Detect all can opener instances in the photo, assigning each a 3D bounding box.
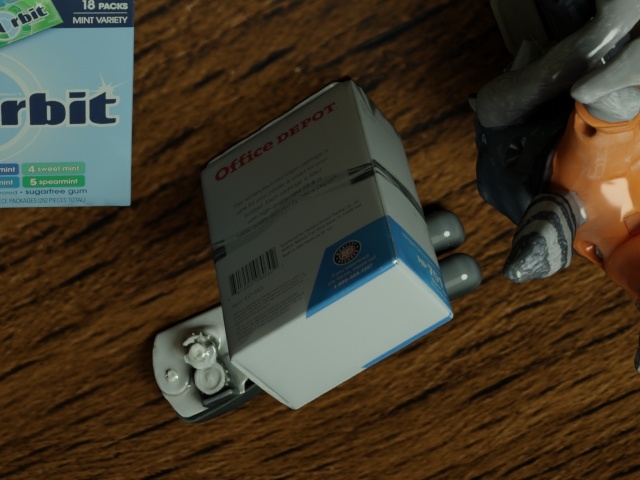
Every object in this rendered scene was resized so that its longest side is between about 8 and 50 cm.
[{"bbox_3d":[-0.006,0.059,1.377,0.280,0.074,0.093,-26,165,15],"label":"can opener"}]

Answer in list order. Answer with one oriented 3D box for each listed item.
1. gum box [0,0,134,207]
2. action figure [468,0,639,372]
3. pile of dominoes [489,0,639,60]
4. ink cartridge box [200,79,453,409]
[{"bbox_3d":[-0.208,-0.103,1.200,0.157,0.041,0.184,-1,133,-9],"label":"gum box"},{"bbox_3d":[0.149,-0.082,1.105,0.178,0.330,0.341,-29,103,1],"label":"action figure"},{"bbox_3d":[0.255,-0.168,1.244,0.251,0.040,0.196,-14,134,14],"label":"pile of dominoes"},{"bbox_3d":[0.000,0.000,1.229,0.139,0.191,0.082,-31,131,18],"label":"ink cartridge box"}]
